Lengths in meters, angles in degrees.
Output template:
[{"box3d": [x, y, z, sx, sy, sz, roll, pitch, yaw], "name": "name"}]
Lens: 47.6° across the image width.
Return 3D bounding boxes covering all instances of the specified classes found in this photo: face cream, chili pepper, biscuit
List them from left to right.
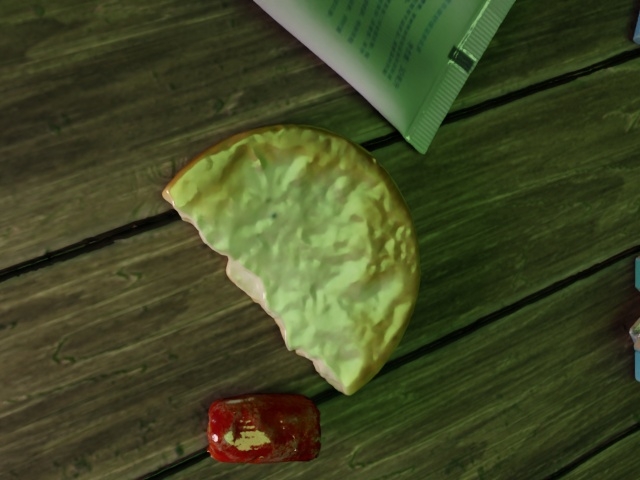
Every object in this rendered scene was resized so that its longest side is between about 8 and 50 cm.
[{"box3d": [-0.060, 0.197, 0.752, 0.123, 0.070, 0.073, 5, 112, -26], "name": "chili pepper"}, {"box3d": [0.000, 0.000, 0.762, 0.204, 0.040, 0.309, -44, 112, -11], "name": "biscuit"}, {"box3d": [0.029, -0.293, 0.702, 0.420, 0.137, 0.235, 34, 83, -32], "name": "face cream"}]

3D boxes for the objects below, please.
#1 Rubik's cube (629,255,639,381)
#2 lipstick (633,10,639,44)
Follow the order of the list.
[{"box3d": [0.515, 0.095, 0.913, 0.224, 0.213, 0.265, 33, 95, -9], "name": "Rubik's cube"}, {"box3d": [0.429, -0.321, 0.894, 0.048, 0.048, 0.158, 12, 93, -24], "name": "lipstick"}]
